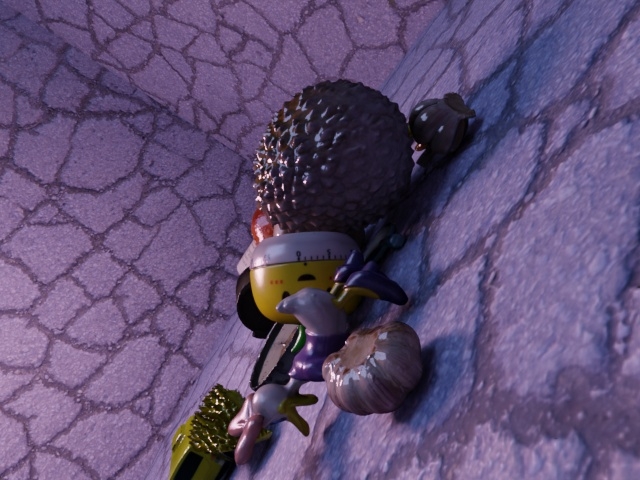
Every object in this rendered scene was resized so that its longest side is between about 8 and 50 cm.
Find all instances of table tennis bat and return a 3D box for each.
[{"bbox_3d":[0.149,0.008,1.202,0.124,0.033,0.201,-61,8,-10],"label":"table tennis bat"}]

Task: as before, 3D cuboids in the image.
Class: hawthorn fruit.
[{"bbox_3d":[-0.103,-0.033,1.762,0.272,0.241,0.242,-17,8,-6],"label":"hawthorn fruit"}]

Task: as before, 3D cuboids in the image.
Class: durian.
[{"bbox_3d":[-0.234,0.459,1.281,0.157,0.170,0.355,-66,11,-10],"label":"durian"}]

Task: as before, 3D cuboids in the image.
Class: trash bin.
[{"bbox_3d":[-0.200,0.196,1.801,0.301,0.203,0.251,-145,60,-79],"label":"trash bin"}]

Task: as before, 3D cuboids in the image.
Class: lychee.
[{"bbox_3d":[0.029,-0.191,1.209,0.432,0.380,0.380,-34,1,-20],"label":"lychee"}]

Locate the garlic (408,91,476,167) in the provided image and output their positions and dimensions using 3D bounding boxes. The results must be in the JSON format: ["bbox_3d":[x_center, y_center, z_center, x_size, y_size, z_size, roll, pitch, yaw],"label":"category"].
[{"bbox_3d":[0.259,-0.245,1.178,0.127,0.131,0.194,-26,-19,-30],"label":"garlic"}]

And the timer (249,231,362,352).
[{"bbox_3d":[-0.025,0.128,1.147,0.285,0.285,0.285,-55,10,15],"label":"timer"}]

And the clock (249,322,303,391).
[{"bbox_3d":[-0.096,0.292,1.425,0.312,0.061,0.312,-54,11,16],"label":"clock"}]

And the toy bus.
[{"bbox_3d":[-0.332,0.587,1.395,0.128,0.150,0.262,-60,12,-8],"label":"toy bus"}]

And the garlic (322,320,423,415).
[{"bbox_3d":[0.083,0.191,0.747,0.159,0.102,0.147,-37,21,13],"label":"garlic"}]

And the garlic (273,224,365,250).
[{"bbox_3d":[-0.009,-0.023,1.395,0.210,0.237,0.291,-18,70,32],"label":"garlic"}]

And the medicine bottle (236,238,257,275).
[{"bbox_3d":[-0.208,0.032,2.334,0.371,0.211,0.211,-55,10,16],"label":"medicine bottle"}]

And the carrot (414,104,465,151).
[{"bbox_3d":[0.310,-0.296,1.337,0.191,0.047,0.047,-53,10,46],"label":"carrot"}]

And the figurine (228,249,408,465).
[{"bbox_3d":[-0.016,0.206,0.926,0.420,0.193,0.154,-63,14,-5],"label":"figurine"}]

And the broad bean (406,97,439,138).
[{"bbox_3d":[0.298,-0.362,1.570,0.213,0.048,0.070,-44,16,43],"label":"broad bean"}]
